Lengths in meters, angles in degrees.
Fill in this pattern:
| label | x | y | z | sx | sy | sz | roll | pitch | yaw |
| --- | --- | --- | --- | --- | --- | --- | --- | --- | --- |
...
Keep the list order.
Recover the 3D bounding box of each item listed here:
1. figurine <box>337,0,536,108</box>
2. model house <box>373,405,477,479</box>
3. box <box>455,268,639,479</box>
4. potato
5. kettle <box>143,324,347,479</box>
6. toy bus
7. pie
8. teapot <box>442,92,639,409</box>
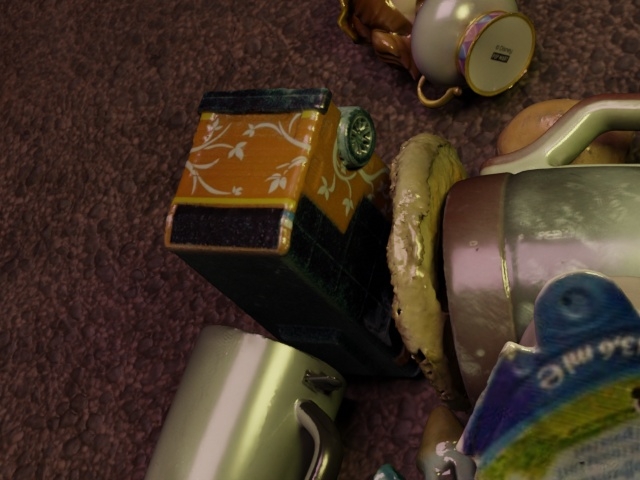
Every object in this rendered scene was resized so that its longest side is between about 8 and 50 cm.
| label | x | y | z | sx | sy | sz | roll | pitch | yaw |
| --- | --- | --- | --- | --- | --- | --- | --- | --- | --- |
| figurine | 0.124 | -0.263 | 1.725 | 0.263 | 0.142 | 0.189 | 39 | 108 | 42 |
| model house | 0.115 | 0.269 | 1.350 | 0.267 | 0.194 | 0.325 | -23 | 48 | 17 |
| box | 0.230 | 0.125 | 1.181 | 0.262 | 0.291 | 0.206 | -24 | 14 | 12 |
| potato | 0.253 | -0.090 | 1.556 | 0.147 | 0.112 | 0.112 | -15 | 54 | 29 |
| kettle | -0.075 | 0.230 | 1.490 | 0.240 | 0.165 | 0.255 | -1 | 59 | 48 |
| toy bus | 0.000 | 0.000 | 1.502 | 0.162 | 0.323 | 0.194 | 1 | 63 | 32 |
| pie | 0.119 | 0.032 | 1.448 | 0.055 | 0.274 | 0.274 | -7 | 57 | 17 |
| teapot | 0.290 | 0.003 | 1.388 | 0.312 | 0.233 | 0.315 | -6 | 64 | 16 |
